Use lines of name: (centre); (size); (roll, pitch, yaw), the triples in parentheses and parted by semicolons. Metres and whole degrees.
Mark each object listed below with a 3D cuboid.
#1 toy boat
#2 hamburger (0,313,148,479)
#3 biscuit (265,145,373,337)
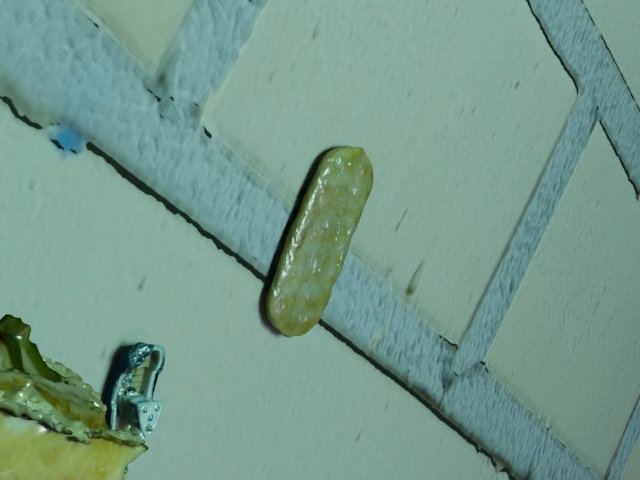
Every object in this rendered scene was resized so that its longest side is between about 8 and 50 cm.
toy boat: (-0.114, 0.103, 0.771); (0.038, 0.038, 0.083); (1, 104, -54)
hamburger: (-0.202, 0.080, 0.582); (0.131, 0.124, 0.262); (-50, 140, 4)
biscuit: (0.000, 0.000, 0.890); (0.071, 0.018, 0.147); (25, 85, -54)
